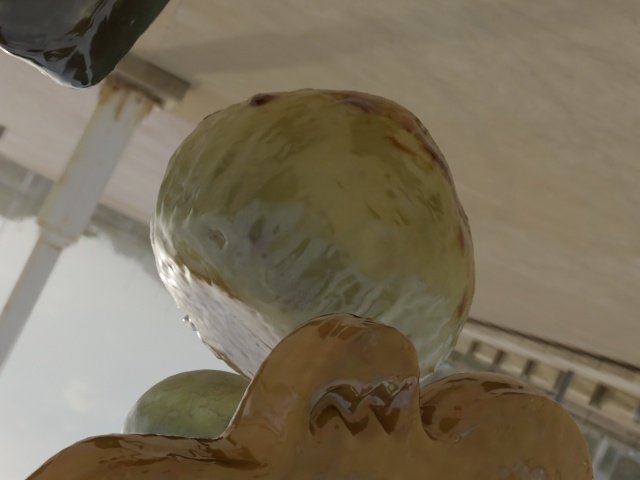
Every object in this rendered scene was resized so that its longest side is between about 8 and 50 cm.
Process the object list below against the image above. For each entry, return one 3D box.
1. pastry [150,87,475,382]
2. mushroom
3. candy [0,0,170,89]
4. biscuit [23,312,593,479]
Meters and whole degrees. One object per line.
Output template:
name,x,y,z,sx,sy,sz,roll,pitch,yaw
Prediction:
pastry,0.000,0.000,1.198,0.389,0.312,0.388,38,158,18
mushroom,-0.141,0.344,1.623,0.352,0.260,0.352,22,156,11
candy,-0.168,-0.235,0.858,0.102,0.234,0.104,34,-176,14
biscuit,0.013,0.168,0.483,0.355,0.275,0.052,8,-170,-43
